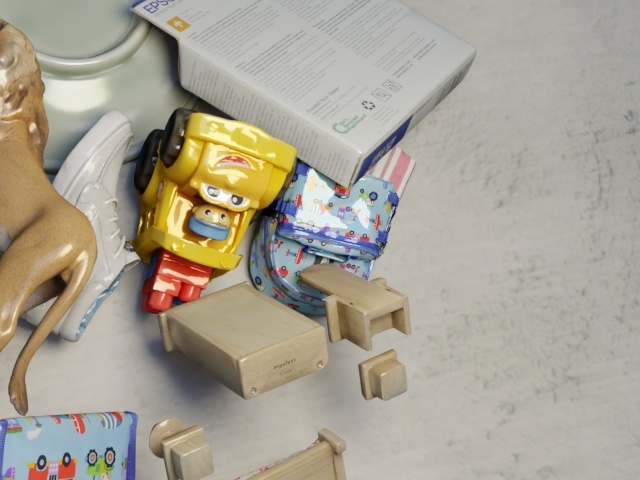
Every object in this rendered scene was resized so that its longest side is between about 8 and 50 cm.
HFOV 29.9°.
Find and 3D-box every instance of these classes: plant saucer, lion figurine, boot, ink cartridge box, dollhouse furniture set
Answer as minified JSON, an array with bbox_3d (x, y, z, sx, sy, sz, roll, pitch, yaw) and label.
[{"bbox_3d":[-0.312,-0.281,1.426,0.400,0.100,0.401,7,69,-18],"label":"plant saucer"},{"bbox_3d":[-0.325,-0.037,1.244,0.240,0.142,0.392,-37,73,-3],"label":"lion figurine"},{"bbox_3d":[-0.250,-0.013,1.339,0.123,0.095,0.258,29,79,5],"label":"boot"},{"bbox_3d":[-0.016,-0.236,1.474,0.330,0.071,0.324,33,42,13],"label":"ink cartridge box"},{"bbox_3d":[-0.050,0.239,1.333,0.303,0.174,0.356,-20,115,-28],"label":"dollhouse furniture set"}]

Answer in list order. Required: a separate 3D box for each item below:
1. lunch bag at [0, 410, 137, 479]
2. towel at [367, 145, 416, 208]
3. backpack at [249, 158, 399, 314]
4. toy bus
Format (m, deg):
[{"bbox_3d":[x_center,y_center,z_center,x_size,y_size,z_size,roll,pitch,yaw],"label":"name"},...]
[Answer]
[{"bbox_3d":[-0.283,0.320,1.163,0.221,0.138,0.293,12,71,-65],"label":"lunch bag"},{"bbox_3d":[0.018,-0.096,1.531,0.197,0.029,0.144,33,63,-11],"label":"towel"},{"bbox_3d":[0.000,0.000,1.426,0.158,0.117,0.173,19,84,-14],"label":"backpack"},{"bbox_3d":[-0.137,-0.021,1.340,0.149,0.220,0.211,21,72,-18],"label":"toy bus"}]
